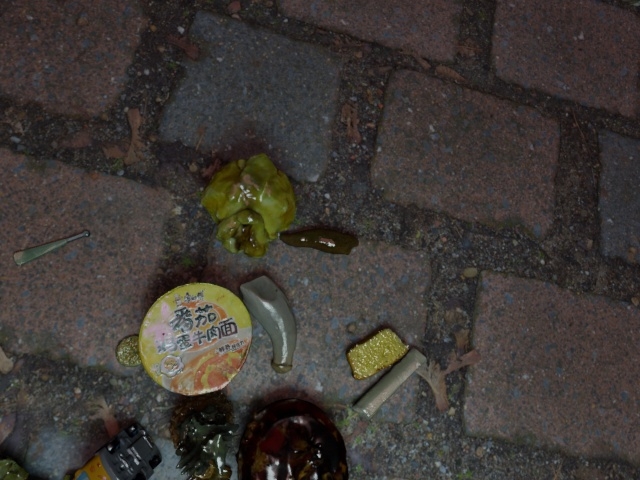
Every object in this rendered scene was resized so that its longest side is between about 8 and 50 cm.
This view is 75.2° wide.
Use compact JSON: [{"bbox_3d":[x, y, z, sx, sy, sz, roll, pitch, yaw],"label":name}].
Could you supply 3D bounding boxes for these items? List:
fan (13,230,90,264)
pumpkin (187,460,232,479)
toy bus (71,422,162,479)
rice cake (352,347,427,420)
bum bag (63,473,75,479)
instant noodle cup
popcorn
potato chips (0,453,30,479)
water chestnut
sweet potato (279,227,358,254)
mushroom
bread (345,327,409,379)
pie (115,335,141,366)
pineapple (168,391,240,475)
[{"bbox_3d":[-0.729,0.017,1.133,0.193,0.016,0.038,-23,84,-15],"label":"fan"},{"bbox_3d":[-0.283,0.601,1.059,0.101,0.035,0.073,24,84,-8],"label":"pumpkin"},{"bbox_3d":[-0.470,0.526,0.954,0.136,0.209,0.126,-37,86,-7],"label":"toy bus"},{"bbox_3d":[0.199,0.410,1.192,0.256,0.052,0.057,-39,82,-18],"label":"rice cake"},{"bbox_3d":[-0.530,0.646,0.982,0.107,0.060,0.232,-36,85,-16],"label":"bum bag"},{"bbox_3d":[-0.307,0.248,1.057,0.265,0.200,0.264,3,74,-11],"label":"instant noodle cup"},{"bbox_3d":[-0.202,-0.091,1.155,0.277,0.225,0.276,2,72,-7],"label":"popcorn"},{"bbox_3d":[-0.771,0.688,0.899,0.359,0.070,0.429,22,76,3],"label":"potato chips"},{"bbox_3d":[-0.061,0.532,0.995,0.300,0.300,0.299,3,75,-10],"label":"water chestnut"},{"bbox_3d":[0.000,0.000,1.250,0.244,0.077,0.077,8,74,-10],"label":"sweet potato"},{"bbox_3d":[-0.125,0.228,1.154,0.118,0.103,0.270,-24,87,-17],"label":"mushroom"},{"bbox_3d":[0.158,0.325,1.201,0.187,0.065,0.103,-29,81,-15],"label":"bread"},{"bbox_3d":[-0.500,0.293,1.102,0.084,0.021,0.084,2,79,-9],"label":"pie"},{"bbox_3d":[-0.271,0.435,0.945,0.169,0.340,0.169,3,78,-13],"label":"pineapple"}]
